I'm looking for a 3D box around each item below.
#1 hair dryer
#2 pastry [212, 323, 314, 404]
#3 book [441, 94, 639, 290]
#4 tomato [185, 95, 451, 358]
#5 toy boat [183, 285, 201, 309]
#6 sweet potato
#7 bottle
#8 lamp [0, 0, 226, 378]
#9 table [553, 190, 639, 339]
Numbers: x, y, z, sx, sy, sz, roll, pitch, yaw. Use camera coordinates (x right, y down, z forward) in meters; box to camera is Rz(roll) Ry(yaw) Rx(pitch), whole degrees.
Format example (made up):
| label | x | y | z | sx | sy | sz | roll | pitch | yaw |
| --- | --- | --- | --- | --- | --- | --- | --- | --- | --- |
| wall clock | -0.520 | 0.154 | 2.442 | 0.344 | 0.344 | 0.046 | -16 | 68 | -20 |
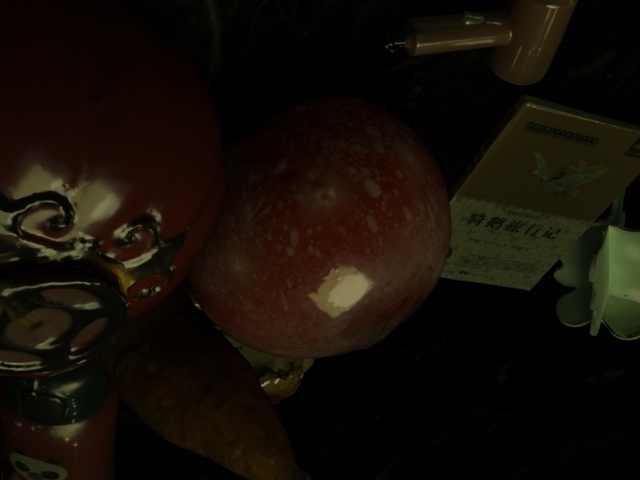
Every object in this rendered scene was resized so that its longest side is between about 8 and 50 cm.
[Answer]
| label | x | y | z | sx | sy | sz | roll | pitch | yaw |
| --- | --- | --- | --- | --- | --- | --- | --- | --- | --- |
| hair dryer | 0.146 | -0.199 | 0.877 | 0.181 | 0.064 | 0.117 | -10 | 146 | -15 |
| pastry | -0.118 | 0.163 | 1.149 | 0.229 | 0.100 | 0.218 | 6 | 158 | -40 |
| book | 0.259 | -0.045 | 1.180 | 0.217 | 0.021 | 0.310 | 10 | 137 | -23 |
| tomato | 0.000 | 0.000 | 0.907 | 0.270 | 0.227 | 0.270 | -26 | 157 | -12 |
| toy boat | -0.112 | 0.078 | 1.126 | 0.049 | 0.047 | 0.149 | -39 | 147 | 23 |
| sweet potato | -0.135 | 0.137 | 0.923 | 0.131 | 0.337 | 0.131 | -34 | 155 | -19 |
| bottle | -0.311 | 0.209 | 1.103 | 0.144 | 0.144 | 0.336 | -11 | 144 | -23 |
| lamp | -0.216 | -0.041 | 0.660 | 0.303 | 0.257 | 0.303 | -16 | 148 | -10 |
| table | 0.409 | 0.027 | 1.331 | 0.166 | 0.166 | 0.198 | -24 | 142 | -1 |
